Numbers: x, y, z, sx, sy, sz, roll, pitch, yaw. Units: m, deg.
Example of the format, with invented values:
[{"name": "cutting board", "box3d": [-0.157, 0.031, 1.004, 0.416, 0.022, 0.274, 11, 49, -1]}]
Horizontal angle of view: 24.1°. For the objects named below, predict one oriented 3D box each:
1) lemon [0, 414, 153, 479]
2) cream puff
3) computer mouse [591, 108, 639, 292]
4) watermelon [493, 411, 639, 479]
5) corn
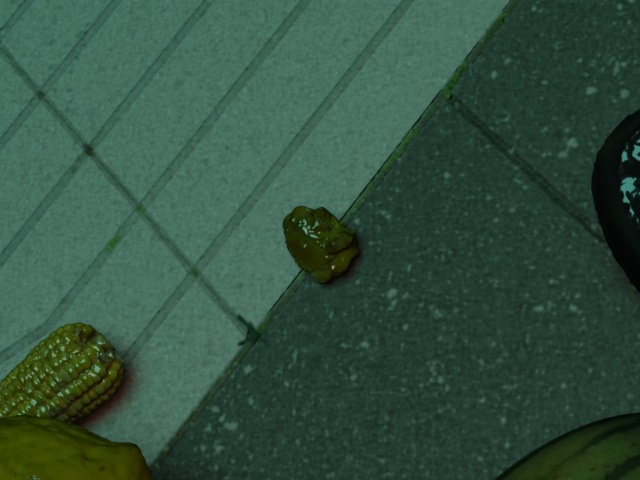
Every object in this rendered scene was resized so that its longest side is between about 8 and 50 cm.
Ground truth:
[{"name": "lemon", "box3d": [-0.288, 0.330, 1.414, 0.336, 0.336, 0.336, -7, 66, 18]}, {"name": "cream puff", "box3d": [0.000, 0.000, 1.587, 0.083, 0.083, 0.058, 5, 30, 34]}, {"name": "computer mouse", "box3d": [0.380, 0.012, 1.404, 0.183, 0.116, 0.323, -29, 68, 6]}, {"name": "watermelon", "box3d": [0.231, 0.307, 1.243, 0.359, 0.279, 0.279, -38, 61, 4]}, {"name": "corn", "box3d": [-0.329, 0.207, 1.604, 0.291, 0.101, 0.101, -47, 61, 2]}]
